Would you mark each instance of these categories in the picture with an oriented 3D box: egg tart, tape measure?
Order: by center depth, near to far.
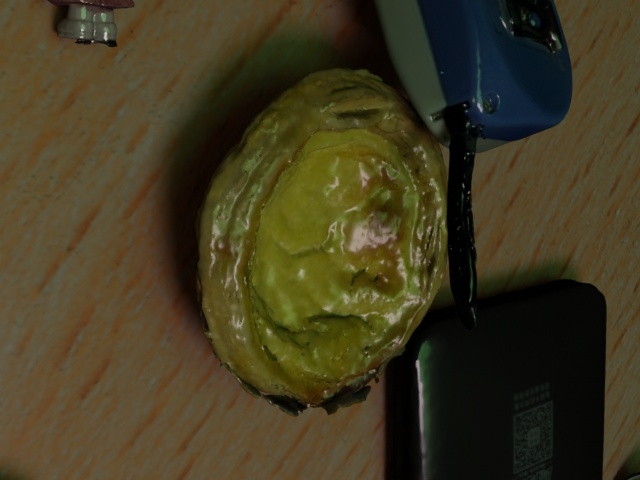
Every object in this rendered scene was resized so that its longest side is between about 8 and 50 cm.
[{"bbox_3d":[0.000,0.000,0.725,0.278,0.095,0.279,-13,111,-38],"label":"egg tart"},{"bbox_3d":[0.142,-0.113,0.732,0.215,0.097,0.352,-2,78,-54],"label":"tape measure"}]

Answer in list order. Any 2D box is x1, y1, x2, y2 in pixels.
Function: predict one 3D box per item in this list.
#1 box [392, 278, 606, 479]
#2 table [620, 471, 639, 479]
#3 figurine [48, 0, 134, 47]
[{"bbox_3d":[0.189,0.194,0.918,0.289,0.073,0.289,-10,104,-37],"label":"box"},{"bbox_3d":[0.459,0.388,1.132,0.220,0.126,0.126,39,74,-36],"label":"table"},{"bbox_3d":[-0.144,-0.195,0.597,0.072,0.054,0.129,-5,103,-42],"label":"figurine"}]
